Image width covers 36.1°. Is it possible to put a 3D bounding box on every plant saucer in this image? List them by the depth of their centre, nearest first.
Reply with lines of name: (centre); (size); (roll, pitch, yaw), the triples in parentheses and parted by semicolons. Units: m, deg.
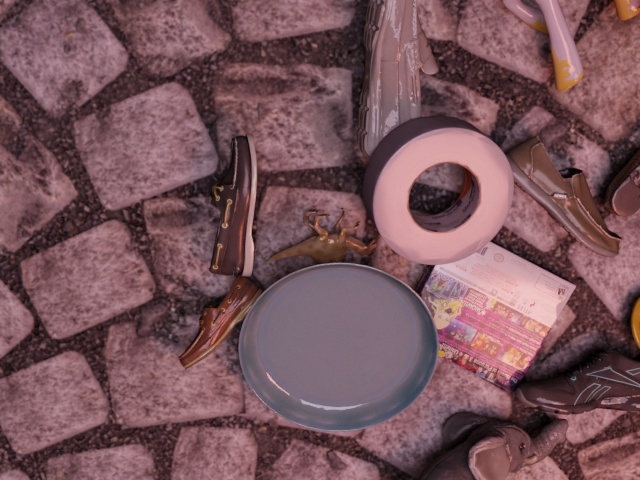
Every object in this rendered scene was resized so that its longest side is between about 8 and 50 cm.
plant saucer: (0.029, 0.167, 1.573); (0.318, 0.043, 0.317); (0, 117, 0)

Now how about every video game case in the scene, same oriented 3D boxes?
video game case: (0.268, 0.110, 1.613); (0.232, 0.042, 0.210); (26, 99, -10)

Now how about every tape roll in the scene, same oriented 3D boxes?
tape roll: (0.176, -0.076, 1.484); (0.219, 0.072, 0.219); (-5, 114, -11)

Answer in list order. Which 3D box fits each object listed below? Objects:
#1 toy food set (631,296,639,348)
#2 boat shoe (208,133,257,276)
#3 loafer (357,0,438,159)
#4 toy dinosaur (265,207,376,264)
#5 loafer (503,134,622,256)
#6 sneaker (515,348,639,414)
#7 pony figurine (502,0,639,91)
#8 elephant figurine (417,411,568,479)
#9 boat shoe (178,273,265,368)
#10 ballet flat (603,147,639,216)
toy food set: (0.617, 0.164, 1.620); (0.218, 0.071, 0.128); (38, 73, -12)
boat shoe: (-0.136, -0.053, 1.522); (0.069, 0.081, 0.227); (1, 105, -9)
loafer: (0.123, -0.276, 1.488); (0.111, 0.112, 0.319); (1, 110, -10)
toy dinosaur: (0.000, 0.000, 1.561); (0.183, 0.053, 0.092); (-6, 104, -4)
loafer: (0.395, -0.070, 1.558); (0.251, 0.094, 0.087); (41, 100, -12)
sneaker: (0.450, 0.233, 1.639); (0.267, 0.101, 0.106); (0, 92, -14)
pony figurine: (0.352, -0.430, 1.382); (0.363, 0.303, 0.351); (40, 129, -24)
elephant figurine: (0.271, 0.361, 1.629); (0.169, 0.186, 0.239); (27, 88, 33)
boat shoe: (-0.166, 0.129, 1.572); (0.060, 0.064, 0.178); (44, 88, -4)
ballet flat: (0.546, -0.138, 1.582); (0.084, 0.058, 0.250); (41, 91, -15)
